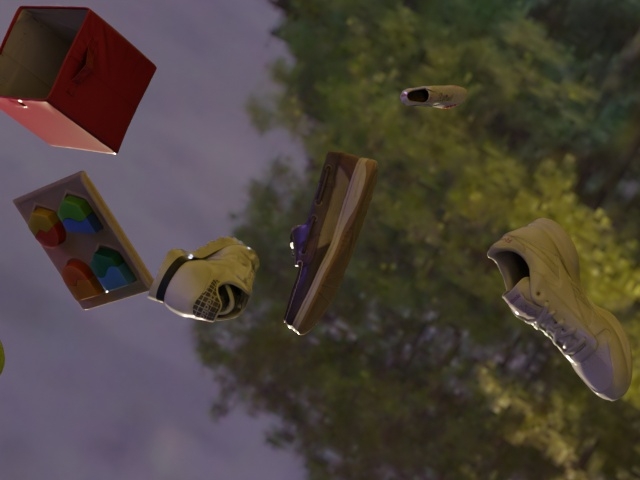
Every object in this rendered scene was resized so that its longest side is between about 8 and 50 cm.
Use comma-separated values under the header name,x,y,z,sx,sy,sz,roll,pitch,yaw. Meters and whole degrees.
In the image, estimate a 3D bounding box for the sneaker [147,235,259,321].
name,x,y,z,sx,sy,sz,roll,pitch,yaw
sneaker,-0.121,0.057,1.788,0.095,0.090,0.235,25,-163,16

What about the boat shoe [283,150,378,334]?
name,x,y,z,sx,sy,sz,roll,pitch,yaw
boat shoe,0.000,0.000,2.209,0.092,0.285,0.103,22,-177,15

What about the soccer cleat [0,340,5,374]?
name,x,y,z,sx,sy,sz,roll,pitch,yaw
soccer cleat,-0.418,0.040,1.377,0.289,0.093,0.121,33,-179,-6

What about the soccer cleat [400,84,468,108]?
name,x,y,z,sx,sy,sz,roll,pitch,yaw
soccer cleat,0.139,-0.175,1.774,0.083,0.029,0.035,-1,-178,-4

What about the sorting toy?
name,x,y,z,sx,sy,sz,roll,pitch,yaw
sorting toy,-0.336,0.008,2.046,0.038,0.208,0.193,-42,-73,-37

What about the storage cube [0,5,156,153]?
name,x,y,z,sx,sy,sz,roll,pitch,yaw
storage cube,-0.434,-0.277,2.529,0.215,0.183,0.193,9,160,38

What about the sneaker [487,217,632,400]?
name,x,y,z,sx,sy,sz,roll,pitch,yaw
sneaker,0.356,0.117,2.220,0.152,0.114,0.305,-16,-112,-35
